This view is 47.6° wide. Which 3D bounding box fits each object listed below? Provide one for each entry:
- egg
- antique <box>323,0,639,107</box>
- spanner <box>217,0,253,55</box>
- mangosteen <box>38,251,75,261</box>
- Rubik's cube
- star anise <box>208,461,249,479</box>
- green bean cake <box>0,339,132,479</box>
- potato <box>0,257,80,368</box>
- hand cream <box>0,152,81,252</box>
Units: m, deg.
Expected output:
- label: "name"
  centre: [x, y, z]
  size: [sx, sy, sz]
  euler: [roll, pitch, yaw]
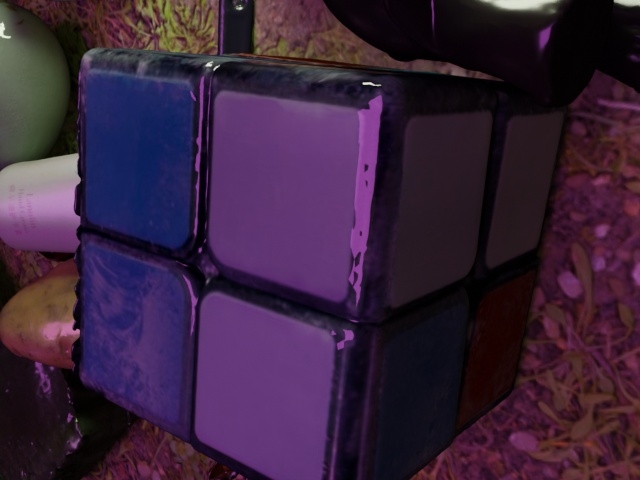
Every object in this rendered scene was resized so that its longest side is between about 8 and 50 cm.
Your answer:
- label: "egg"
  centre: [-0.462, -0.198, 1.018]
  size: [0.203, 0.203, 0.283]
  euler: [44, 124, 21]
- label: "antique"
  centre: [0.134, -0.214, 0.513]
  size: [0.255, 0.322, 0.185]
  euler: [26, 123, 39]
- label: "spanner"
  centre: [-0.102, -0.142, 0.866]
  size: [0.087, 0.024, 0.316]
  euler: [4, 98, -6]
- label: "mangosteen"
  centre: [-0.390, -0.008, 1.086]
  size: [0.080, 0.081, 0.081]
  euler: [8, 103, 35]
- label: "Rubik's cube"
  centre: [0.000, 0.000, 0.653]
  size: [0.318, 0.313, 0.316]
  euler: [17, 108, 34]
- label: "star anise"
  centre: [-0.068, 0.284, 0.898]
  size: [0.177, 0.073, 0.234]
  euler: [-18, 72, 29]
- label: "green bean cake"
  centre: [-0.427, 0.252, 1.124]
  size: [0.255, 0.132, 0.241]
  euler: [-49, 67, 27]
- label: "potato"
  centre: [-0.326, 0.105, 1.006]
  size: [0.234, 0.128, 0.161]
  euler: [-30, 61, -1]
- label: "hand cream"
  centre: [-0.259, -0.049, 0.945]
  size: [0.358, 0.118, 0.186]
  euler: [-2, 97, 18]
